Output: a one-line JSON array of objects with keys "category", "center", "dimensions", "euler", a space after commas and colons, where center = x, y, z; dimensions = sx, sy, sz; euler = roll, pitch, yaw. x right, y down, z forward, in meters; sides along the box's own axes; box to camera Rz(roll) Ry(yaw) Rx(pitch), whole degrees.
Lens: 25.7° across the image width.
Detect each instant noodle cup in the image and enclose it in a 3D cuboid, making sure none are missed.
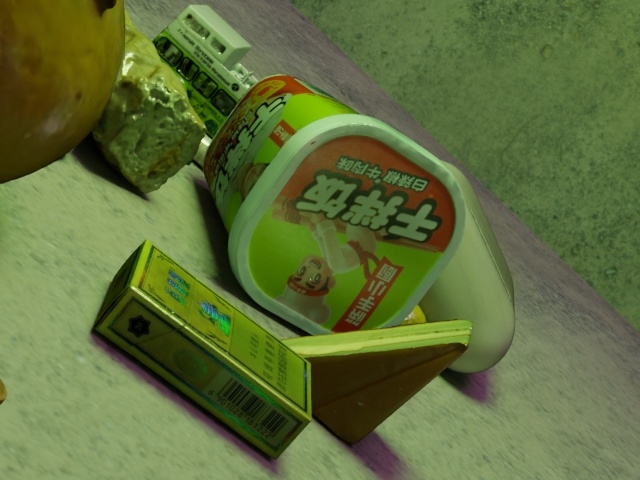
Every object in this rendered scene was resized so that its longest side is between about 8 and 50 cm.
[{"category": "instant noodle cup", "center": [-0.005, -0.062, 1.785], "dimensions": [0.294, 0.294, 0.308], "euler": [33, 10, -28]}]

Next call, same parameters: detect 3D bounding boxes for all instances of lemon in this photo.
[{"category": "lemon", "center": [0.112, 0.113, 1.917], "dimensions": [0.065, 0.065, 0.092], "euler": [42, 8, 4]}]

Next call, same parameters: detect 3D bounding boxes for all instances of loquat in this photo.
[{"category": "loquat", "center": [-0.314, -0.215, 1.249], "dimensions": [0.328, 0.359, 0.328], "euler": [32, 40, -32]}]

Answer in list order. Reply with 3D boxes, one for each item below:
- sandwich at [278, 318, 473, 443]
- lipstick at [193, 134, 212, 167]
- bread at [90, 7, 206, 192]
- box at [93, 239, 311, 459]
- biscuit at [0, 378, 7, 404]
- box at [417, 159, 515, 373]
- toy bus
[{"category": "sandwich", "center": [0.054, 0.113, 1.540], "dimensions": [0.144, 0.187, 0.117], "euler": [47, 14, -2]}, {"category": "lipstick", "center": [-0.158, -0.121, 1.960], "dimensions": [0.141, 0.040, 0.040], "euler": [39, 15, -6]}, {"category": "bread", "center": [-0.253, -0.194, 1.724], "dimensions": [0.130, 0.152, 0.268], "euler": [-2, 39, -36]}, {"category": "box", "center": [-0.110, 0.104, 1.375], "dimensions": [0.220, 0.064, 0.141], "euler": [39, 15, -13]}, {"category": "biscuit", "center": [-0.292, 0.081, 1.052], "dimensions": [0.133, 0.027, 0.184], "euler": [35, 16, -17]}, {"category": "box", "center": [0.191, 0.030, 2.077], "dimensions": [0.349, 0.141, 0.289], "euler": [-58, 126, -75]}, {"category": "toy bus", "center": [-0.127, -0.209, 2.097], "dimensions": [0.301, 0.139, 0.113], "euler": [44, 17, 4]}]
